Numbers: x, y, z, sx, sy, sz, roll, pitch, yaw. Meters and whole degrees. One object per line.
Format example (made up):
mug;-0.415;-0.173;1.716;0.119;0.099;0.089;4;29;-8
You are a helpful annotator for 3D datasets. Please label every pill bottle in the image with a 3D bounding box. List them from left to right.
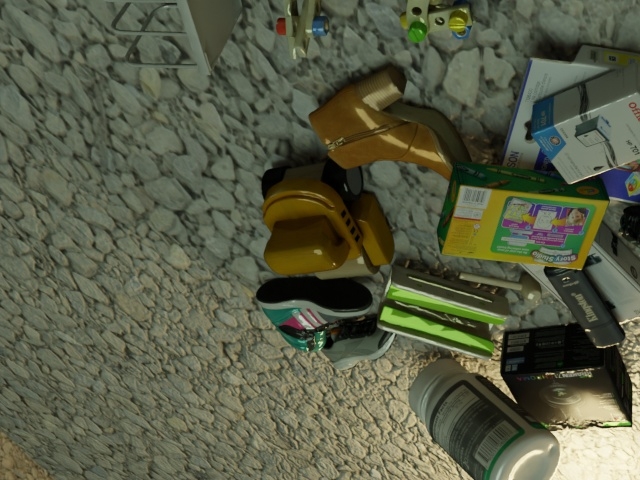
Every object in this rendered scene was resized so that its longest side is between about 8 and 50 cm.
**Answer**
pill bottle;0.381;0.445;2.189;0.204;0.361;0.204;-15;122;-25

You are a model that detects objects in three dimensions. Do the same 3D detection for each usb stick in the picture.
usb stick;0.544;0.129;1.881;0.077;0.045;0.278;-15;132;33

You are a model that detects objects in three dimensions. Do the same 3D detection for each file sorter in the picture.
file sorter;-0.262;-0.441;1.497;0.173;0.193;0.277;4;139;17

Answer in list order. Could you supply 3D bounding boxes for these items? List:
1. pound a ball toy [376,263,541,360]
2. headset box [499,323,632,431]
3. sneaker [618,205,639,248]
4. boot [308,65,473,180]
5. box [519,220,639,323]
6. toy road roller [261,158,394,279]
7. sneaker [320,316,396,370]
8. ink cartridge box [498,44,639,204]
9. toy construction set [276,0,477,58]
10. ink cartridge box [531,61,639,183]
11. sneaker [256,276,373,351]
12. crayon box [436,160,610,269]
pound a ball toy;0.308;0.126;2.052;0.319;0.136;0.208;16;115;0
headset box;0.591;0.336;2.179;0.246;0.131;0.283;-9;135;28
sneaker;0.606;-0.012;1.705;0.106;0.267;0.101;19;99;18
boot;0.134;-0.180;1.742;0.211;0.104;0.295;-29;113;36
box;0.557;0.060;1.901;0.290;0.087;0.169;38;136;-26
toy road roller;0.000;0.000;1.888;0.202;0.240;0.329;-7;135;25
sneaker;0.094;0.239;2.254;0.108;0.100;0.271;40;135;-19
ink cartridge box;0.494;-0.204;1.631;0.307;0.072;0.303;13;142;6
toy construction set;0.083;-0.404;1.476;0.328;0.151;0.215;-6;137;8
ink cartridge box;0.471;-0.193;1.536;0.191;0.082;0.139;-20;129;36
sneaker;0.003;0.187;2.195;0.295;0.124;0.178;2;134;27
crayon box;0.370;-0.044;1.692;0.278;0.081;0.165;6;129;-4
